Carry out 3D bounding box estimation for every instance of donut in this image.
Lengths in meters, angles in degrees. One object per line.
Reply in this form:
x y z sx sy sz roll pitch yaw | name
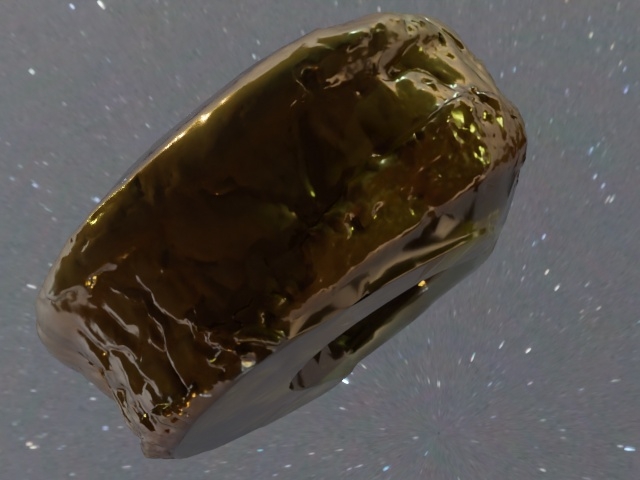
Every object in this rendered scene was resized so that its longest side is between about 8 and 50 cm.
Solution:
0.000 0.000 0.697 0.160 0.330 0.330 44 -93 13 | donut
